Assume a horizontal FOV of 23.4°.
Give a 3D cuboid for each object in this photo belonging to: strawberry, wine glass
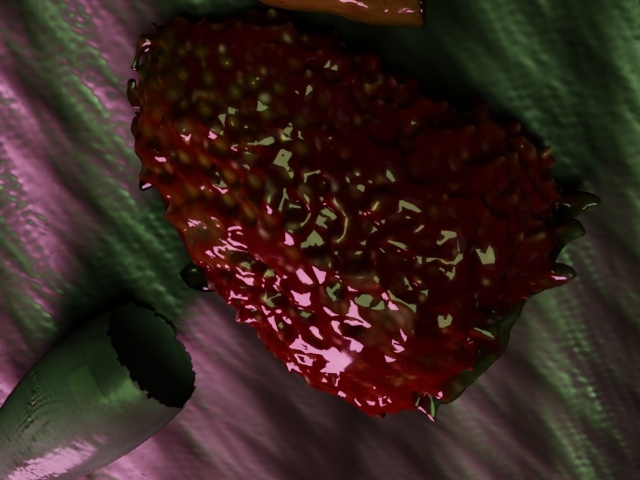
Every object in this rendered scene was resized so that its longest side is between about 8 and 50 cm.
[{"bbox_3d":[0.000,0.000,0.961,0.306,0.138,0.233,25,123,-14],"label":"strawberry"},{"bbox_3d":[-0.254,0.176,1.025,0.309,0.264,0.096,-35,89,24],"label":"wine glass"}]

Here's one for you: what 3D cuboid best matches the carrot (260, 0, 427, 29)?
[{"bbox_3d":[-0.036,-0.167,0.891,0.205,0.072,0.072,7,124,3],"label":"carrot"}]
